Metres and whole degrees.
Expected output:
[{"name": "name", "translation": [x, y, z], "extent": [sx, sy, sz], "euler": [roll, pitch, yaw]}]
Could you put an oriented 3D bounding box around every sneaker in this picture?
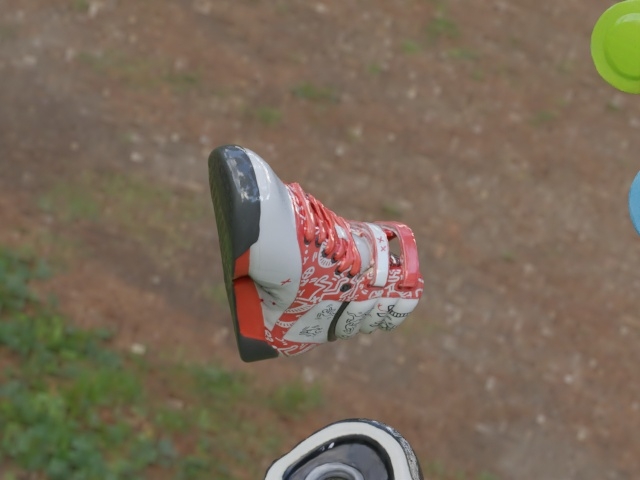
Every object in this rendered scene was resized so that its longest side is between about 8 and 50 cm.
[{"name": "sneaker", "translation": [0.000, -0.001, 1.408], "extent": [0.145, 0.270, 0.090], "euler": [-12, 61, -5]}]

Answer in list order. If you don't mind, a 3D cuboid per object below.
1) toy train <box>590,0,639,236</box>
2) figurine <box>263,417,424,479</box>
[{"name": "toy train", "translation": [0.181, -0.114, 0.997], "extent": [0.105, 0.248, 0.143], "euler": [-18, 2, 31]}, {"name": "figurine", "translation": [0.068, 0.231, 1.080], "extent": [0.092, 0.209, 0.215], "euler": [-34, 55, -9]}]
